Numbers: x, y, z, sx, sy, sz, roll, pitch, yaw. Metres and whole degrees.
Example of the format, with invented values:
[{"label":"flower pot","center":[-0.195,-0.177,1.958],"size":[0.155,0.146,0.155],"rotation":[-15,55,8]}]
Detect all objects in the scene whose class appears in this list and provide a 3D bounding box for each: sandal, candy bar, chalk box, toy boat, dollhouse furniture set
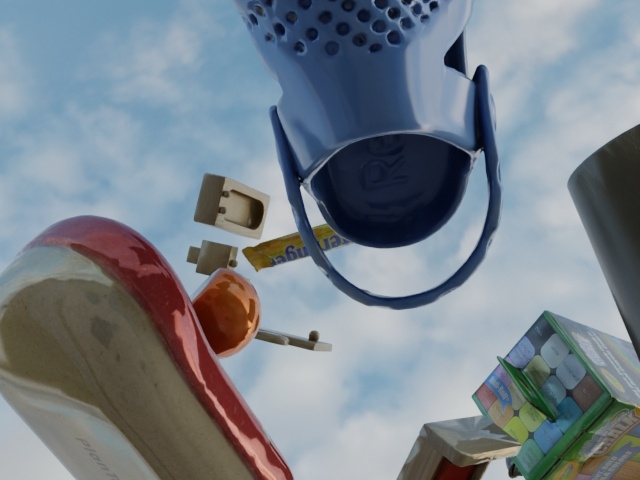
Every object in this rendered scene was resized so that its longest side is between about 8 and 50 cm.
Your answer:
[{"label":"sandal","center":[0.021,-0.086,0.369],"size":[0.126,0.138,0.317],"rotation":[-13,-44,9]},{"label":"candy bar","center":[0.000,0.000,0.907],"size":[0.162,0.018,0.040],"rotation":[-15,-42,19]},{"label":"chalk box","center":[0.258,0.171,0.926],"size":[0.213,0.132,0.132],"rotation":[19,-63,-33]},{"label":"toy boat","center":[-0.090,0.075,0.557],"size":[0.151,0.151,0.231],"rotation":[1,-48,37]},{"label":"dollhouse furniture set","center":[0.080,0.231,0.588],"size":[0.129,0.129,0.183],"rotation":[36,-70,38]},{"label":"dollhouse furniture set","center":[-0.052,0.027,0.931],"size":[0.123,0.144,0.151],"rotation":[12,-93,21]}]

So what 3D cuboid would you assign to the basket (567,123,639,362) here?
[{"label":"basket","center":[0.301,0.022,0.697],"size":[0.154,0.204,0.226],"rotation":[-15,-110,-24]}]

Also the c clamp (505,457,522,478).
[{"label":"c clamp","center":[0.285,0.267,1.059],"size":[0.161,0.137,0.022],"rotation":[7,-65,39]}]
